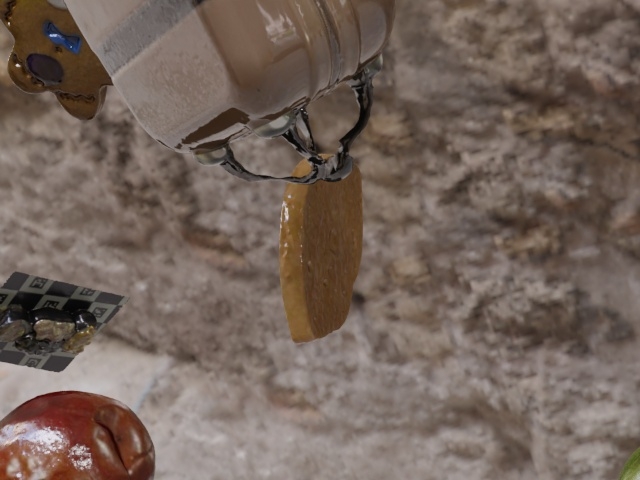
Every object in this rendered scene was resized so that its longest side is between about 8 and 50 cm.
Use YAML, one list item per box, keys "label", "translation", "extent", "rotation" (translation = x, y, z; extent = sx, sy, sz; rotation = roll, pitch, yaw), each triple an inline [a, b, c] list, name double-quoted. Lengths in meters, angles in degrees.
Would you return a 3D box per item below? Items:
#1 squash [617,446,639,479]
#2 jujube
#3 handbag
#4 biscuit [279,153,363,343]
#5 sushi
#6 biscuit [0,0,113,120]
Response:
- label: "squash"
  translation: [0.249, 0.070, 0.667]
  extent: [0.318, 0.071, 0.080]
  rotation: [-40, 66, -14]
- label: "jujube"
  translation: [-0.361, 0.320, 1.656]
  extent: [0.318, 0.223, 0.223]
  rotation: [-33, 27, 23]
- label: "handbag"
  translation: [-0.063, -0.162, 0.969]
  extent: [0.149, 0.283, 0.302]
  rotation: [-35, 10, -23]
- label: "biscuit"
  translation: [0.000, 0.000, 1.194]
  extent: [0.029, 0.142, 0.220]
  rotation: [-5, 48, 22]
- label: "sushi"
  translation: [-0.411, 0.144, 1.925]
  extent: [0.192, 0.215, 0.050]
  rotation: [-45, 51, 24]
- label: "biscuit"
  translation: [-0.276, -0.243, 1.438]
  extent: [0.180, 0.236, 0.039]
  rotation: [27, 37, 4]
